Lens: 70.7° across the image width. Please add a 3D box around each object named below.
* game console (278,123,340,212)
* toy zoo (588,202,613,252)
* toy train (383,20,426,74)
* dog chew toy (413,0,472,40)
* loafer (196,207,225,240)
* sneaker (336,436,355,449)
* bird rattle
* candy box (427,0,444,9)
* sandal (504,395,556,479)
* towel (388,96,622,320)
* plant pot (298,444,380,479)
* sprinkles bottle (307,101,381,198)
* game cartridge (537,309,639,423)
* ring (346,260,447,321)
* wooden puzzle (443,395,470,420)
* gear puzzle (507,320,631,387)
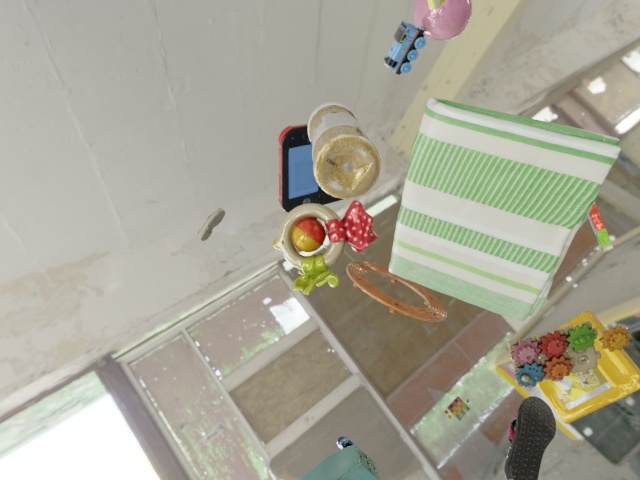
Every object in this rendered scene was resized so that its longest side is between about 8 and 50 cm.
[{"bbox_3d":[-0.016,-0.308,1.879,0.342,0.060,0.386,-14,-50,-23],"label":"game console"},{"bbox_3d":[0.963,-0.102,1.598,0.030,0.292,0.192,-21,-13,28],"label":"toy zoo"},{"bbox_3d":[0.303,-0.696,1.641,0.105,0.080,0.184,11,-48,-24],"label":"toy train"},{"bbox_3d":[0.448,-0.890,1.582,0.207,0.207,0.331,-29,-39,-33],"label":"dog chew toy"},{"bbox_3d":[-0.345,-0.055,1.402,0.125,0.039,0.045,-51,-26,15],"label":"loafer"},{"bbox_3d":[0.102,0.778,1.716,0.053,0.059,0.144,-35,17,-20],"label":"sneaker"},{"bbox_3d":[0.000,0.000,1.063,0.253,0.207,0.143,-57,-8,16],"label":"bird rattle"},{"bbox_3d":[0.327,-0.681,1.119,0.206,0.027,0.105,-47,-44,-14],"label":"candy box"},{"bbox_3d":[0.317,0.312,0.701,0.179,0.067,0.040,-38,-11,-43],"label":"sandal"},{"bbox_3d":[0.236,-0.030,0.655,0.038,0.248,0.324,-52,-26,-41],"label":"towel"},{"bbox_3d":[0.073,0.804,1.470,0.234,0.165,0.165,-44,10,4],"label":"plant pot"},{"bbox_3d":[0.038,-0.200,0.932,0.121,0.121,0.355,-42,21,15],"label":"sprinkles bottle"},{"bbox_3d":[0.906,0.449,1.592,0.053,0.285,0.323,-2,-39,-38],"label":"game cartridge"},{"bbox_3d":[0.230,0.159,1.396,0.337,0.337,0.032,-10,-53,-62],"label":"ring"},{"bbox_3d":[0.403,0.491,1.316,0.083,0.049,0.006,-42,-12,-15],"label":"wooden puzzle"},{"bbox_3d":[0.723,0.327,1.293,0.340,0.175,0.044,-16,16,5],"label":"gear puzzle"}]
